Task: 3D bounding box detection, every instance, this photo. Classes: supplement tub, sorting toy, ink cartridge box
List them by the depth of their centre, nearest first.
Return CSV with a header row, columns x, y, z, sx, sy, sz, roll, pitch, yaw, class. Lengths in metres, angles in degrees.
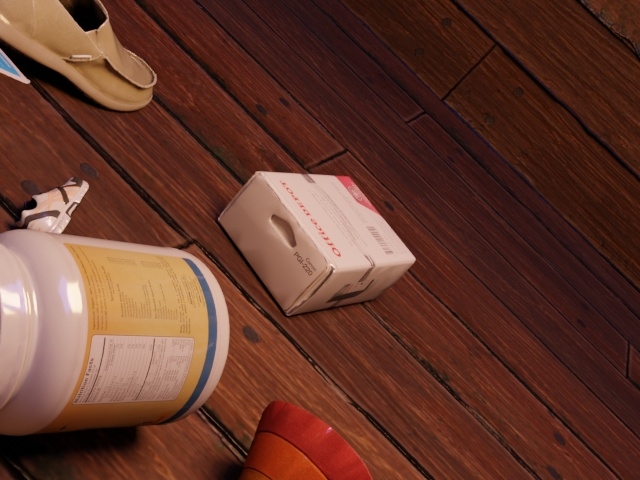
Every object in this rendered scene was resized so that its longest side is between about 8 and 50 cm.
x,y,z,sx,sy,sz,roll,pitch,yaw,class
-0.182,0.068,0.659,0.200,0.144,0.144,10,41,-51,supplement tub
0.052,0.292,0.689,0.365,0.127,0.126,41,59,13,sorting toy
0.000,0.000,1.114,0.158,0.092,0.218,52,24,19,ink cartridge box

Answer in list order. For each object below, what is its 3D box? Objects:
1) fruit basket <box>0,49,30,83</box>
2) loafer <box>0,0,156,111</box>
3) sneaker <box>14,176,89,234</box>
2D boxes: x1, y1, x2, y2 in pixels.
x,y,z,sx,sy,sz,roll,pitch,yaw,class
-0.458,-0.298,0.806,0.327,0.165,0.353,44,14,22,fruit basket
-0.275,-0.235,1.042,0.102,0.092,0.268,57,16,27,loafer
-0.254,-0.036,0.846,0.044,0.040,0.109,34,25,-15,sneaker
